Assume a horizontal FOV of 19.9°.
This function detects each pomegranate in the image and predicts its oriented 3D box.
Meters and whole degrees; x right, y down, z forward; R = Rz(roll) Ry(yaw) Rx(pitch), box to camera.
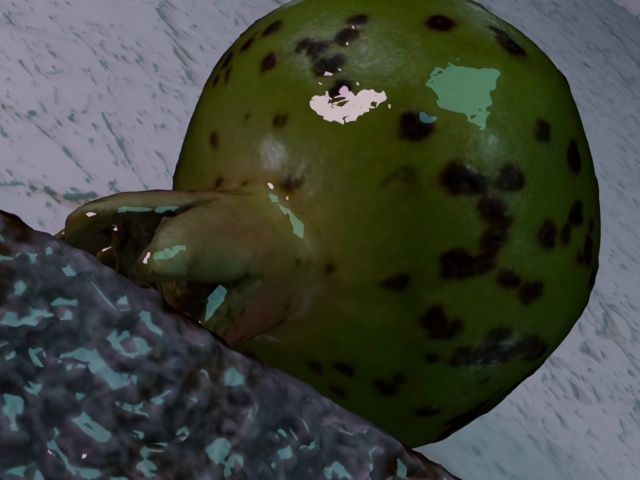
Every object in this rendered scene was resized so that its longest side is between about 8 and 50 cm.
[{"bbox_3d":[0.006,0.011,0.889,0.231,0.231,0.286,43,60,12],"label":"pomegranate"}]

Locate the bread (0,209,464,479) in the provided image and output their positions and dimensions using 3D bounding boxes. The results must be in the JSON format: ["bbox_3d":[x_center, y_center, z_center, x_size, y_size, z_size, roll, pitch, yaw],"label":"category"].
[{"bbox_3d":[-0.118,0.073,0.503,0.416,0.165,0.113,32,-24,-21],"label":"bread"}]
